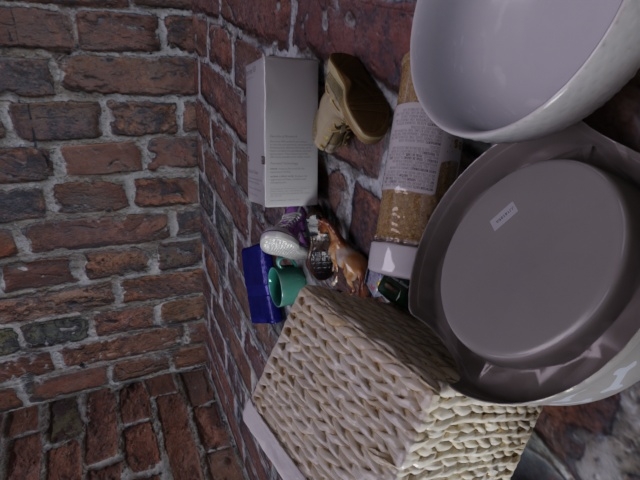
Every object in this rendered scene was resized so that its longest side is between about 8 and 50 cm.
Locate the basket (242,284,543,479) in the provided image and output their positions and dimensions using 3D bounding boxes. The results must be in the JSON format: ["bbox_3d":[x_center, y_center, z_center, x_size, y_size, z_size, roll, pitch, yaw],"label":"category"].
[{"bbox_3d":[0.112,0.265,0.795,0.331,0.329,0.266,30,101,50],"label":"basket"}]

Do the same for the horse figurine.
[{"bbox_3d":[0.066,0.069,1.250,0.263,0.066,0.174,-126,30,-48],"label":"horse figurine"}]

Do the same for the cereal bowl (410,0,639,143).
[{"bbox_3d":[0.257,-0.274,0.575,0.339,0.141,0.338,-175,90,-65],"label":"cereal bowl"}]

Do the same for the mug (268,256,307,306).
[{"bbox_3d":[-0.098,0.134,1.595,0.157,0.098,0.129,111,143,-47],"label":"mug"}]

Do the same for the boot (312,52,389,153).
[{"bbox_3d":[0.056,-0.262,1.117,0.203,0.095,0.261,113,143,-49],"label":"boot"}]

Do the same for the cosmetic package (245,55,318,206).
[{"bbox_3d":[-0.109,-0.293,1.371,0.217,0.156,0.384,-157,63,-67],"label":"cosmetic package"}]

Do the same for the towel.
[{"bbox_3d":[-0.220,0.168,1.921,0.228,0.076,0.308,-14,85,59],"label":"towel"}]

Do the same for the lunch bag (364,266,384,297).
[{"bbox_3d":[0.129,0.077,1.126,0.083,0.053,0.071,-115,28,-51],"label":"lunch bag"}]

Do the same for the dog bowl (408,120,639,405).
[{"bbox_3d":[0.259,0.030,0.594,0.349,0.102,0.348,-44,32,37],"label":"dog bowl"}]

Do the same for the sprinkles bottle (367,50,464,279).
[{"bbox_3d":[0.161,-0.115,0.793,0.121,0.121,0.355,9,90,65],"label":"sprinkles bottle"}]

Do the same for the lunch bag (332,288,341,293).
[{"bbox_3d":[0.035,0.215,1.335,0.129,0.096,0.151,24,90,62],"label":"lunch bag"}]

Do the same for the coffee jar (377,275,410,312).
[{"bbox_3d":[0.180,0.032,0.892,0.096,0.079,0.184,36,104,56],"label":"coffee jar"}]

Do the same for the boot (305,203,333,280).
[{"bbox_3d":[0.000,0.000,1.395,0.106,0.082,0.219,-89,-5,-59],"label":"boot"}]

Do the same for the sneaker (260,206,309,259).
[{"bbox_3d":[-0.099,-0.040,1.404,0.282,0.102,0.160,34,-129,-73],"label":"sneaker"}]
